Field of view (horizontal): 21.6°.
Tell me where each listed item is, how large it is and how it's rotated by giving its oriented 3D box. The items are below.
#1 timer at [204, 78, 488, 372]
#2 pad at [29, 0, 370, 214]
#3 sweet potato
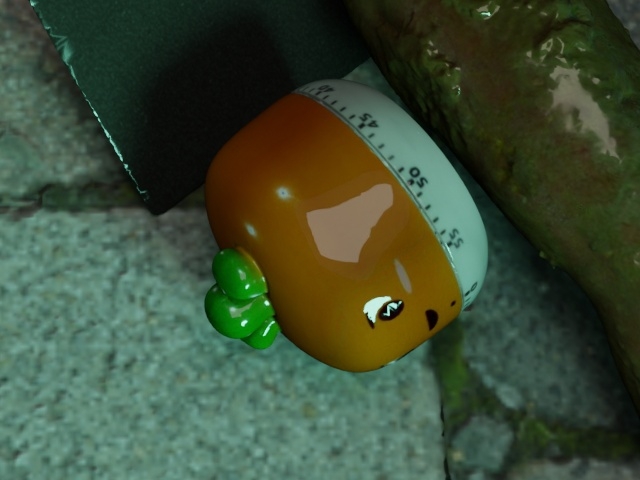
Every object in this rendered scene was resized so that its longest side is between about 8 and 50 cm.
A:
[{"bbox_3d":[0.000,0.000,0.752,0.136,0.099,0.136,2,56,-3],"label":"timer"},{"bbox_3d":[-0.032,-0.127,0.807,0.211,0.003,0.143,-37,116,-20],"label":"pad"},{"bbox_3d":[0.120,-0.032,0.772,0.109,0.109,0.385,-29,79,-18],"label":"sweet potato"}]
